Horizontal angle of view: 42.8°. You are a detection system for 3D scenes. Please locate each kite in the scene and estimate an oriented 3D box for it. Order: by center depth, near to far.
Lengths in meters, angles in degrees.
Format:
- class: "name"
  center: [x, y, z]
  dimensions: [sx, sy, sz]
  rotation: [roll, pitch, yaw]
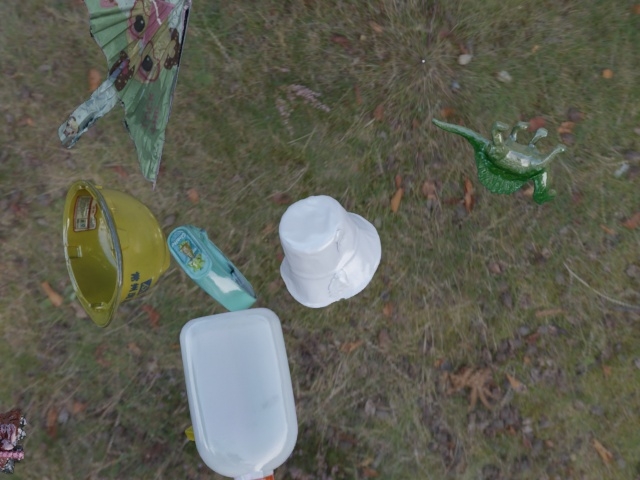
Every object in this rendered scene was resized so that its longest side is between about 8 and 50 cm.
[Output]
- class: "kite"
  center: [-0.195, -0.192, 0.846]
  dimensions: [0.013, 0.268, 0.323]
  rotation: [14, 145, 17]

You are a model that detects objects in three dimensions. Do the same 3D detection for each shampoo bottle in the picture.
- class: "shampoo bottle"
  center: [-0.078, 0.184, 0.840]
  dimensions: [0.108, 0.051, 0.221]
  rotation: [-8, 81, -12]

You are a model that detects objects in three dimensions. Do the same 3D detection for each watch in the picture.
- class: "watch"
  center: [-0.223, 0.051, 1.671]
  dimensions: [0.068, 0.195, 0.237]
  rotation: [-46, 59, 2]

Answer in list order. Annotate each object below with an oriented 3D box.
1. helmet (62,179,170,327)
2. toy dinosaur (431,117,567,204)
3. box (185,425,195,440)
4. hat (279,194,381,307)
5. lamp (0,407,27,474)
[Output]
- class: "helmet"
  center: [-0.320, 0.013, 1.337]
  dimensions: [0.257, 0.140, 0.205]
  rotation: [53, 133, 34]
- class: "toy dinosaur"
  center: [0.140, -0.065, 0.638]
  dimensions: [0.119, 0.029, 0.060]
  rotation: [16, 119, -10]
- class: "box"
  center: [-0.142, 0.280, 1.348]
  dimensions: [0.086, 0.155, 0.023]
  rotation: [-15, 105, 52]
- class: "hat"
  center: [0.000, 0.000, 1.421]
  dimensions: [0.203, 0.203, 0.126]
  rotation: [-18, 139, 11]
- class: "lamp"
  center: [-0.600, 0.309, 1.295]
  dimensions: [0.253, 0.118, 0.119]
  rotation: [9, 104, -19]
